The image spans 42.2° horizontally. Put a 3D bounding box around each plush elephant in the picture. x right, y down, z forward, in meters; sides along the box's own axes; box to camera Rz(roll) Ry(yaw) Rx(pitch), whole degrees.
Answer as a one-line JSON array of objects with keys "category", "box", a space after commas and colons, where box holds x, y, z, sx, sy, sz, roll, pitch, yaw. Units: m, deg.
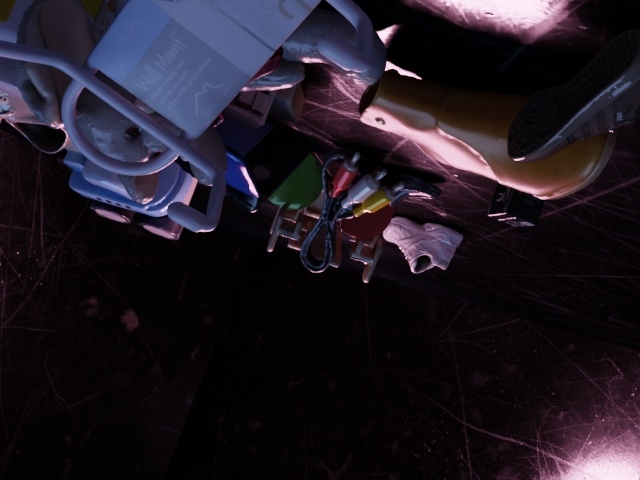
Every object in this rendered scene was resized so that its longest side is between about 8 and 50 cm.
[{"category": "plush elephant", "box": [-0.147, -0.167, 0.834, 0.330, 0.255, 0.272, 17, 173, 26]}]

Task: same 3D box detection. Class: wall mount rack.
[{"category": "wall mount rack", "box": [-0.140, -0.167, 0.614, 0.304, 0.350, 0.130, 35, -146, -21]}]

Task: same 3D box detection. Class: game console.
[{"category": "game console", "box": [-0.173, -0.186, 1.138, 0.293, 0.250, 0.173, 31, 139, 9]}]

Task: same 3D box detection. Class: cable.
[{"category": "cable", "box": [0.021, -0.052, 1.498, 0.139, 0.287, 0.072, 36, -147, -6]}]

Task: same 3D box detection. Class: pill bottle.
[{"category": "pill bottle", "box": [-0.315, -0.254, 0.946, 0.103, 0.184, 0.103, 20, 173, 2]}]

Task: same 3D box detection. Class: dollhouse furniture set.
[{"category": "dollhouse furniture set", "box": [0.000, 0.000, 1.724, 0.212, 0.161, 0.242, 18, -153, -6]}]

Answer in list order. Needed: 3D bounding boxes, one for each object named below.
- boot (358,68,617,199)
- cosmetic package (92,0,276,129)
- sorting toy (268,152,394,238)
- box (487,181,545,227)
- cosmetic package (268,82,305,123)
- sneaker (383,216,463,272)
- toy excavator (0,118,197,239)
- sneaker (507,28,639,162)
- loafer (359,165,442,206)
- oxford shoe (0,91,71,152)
[{"category": "boot", "box": [0.159, -0.126, 0.904, 0.211, 0.104, 0.295, 19, 179, -16]}, {"category": "cosmetic package", "box": [-0.168, -0.235, 1.051, 0.239, 0.098, 0.060, 21, 171, -16]}, {"category": "sorting toy", "box": [-0.024, -0.129, 1.634, 0.366, 0.127, 0.126, 23, -157, 2]}, {"category": "box", "box": [0.278, -0.066, 1.150, 0.052, 0.083, 0.062, 20, 173, -13]}, {"category": "cosmetic package", "box": [-0.059, -0.209, 1.179, 0.060, 0.041, 0.115, 20, 174, 5]}, {"category": "sneaker", "box": [0.213, 0.014, 1.884, 0.090, 0.115, 0.232, 24, 172, -33]}, {"category": "toy excavator", "box": [-0.527, -0.213, 1.906, 0.433, 0.222, 0.445, 16, 166, 19]}, {"category": "sneaker", "box": [0.244, -0.113, 0.742, 0.071, 0.066, 0.188, 17, 155, -19]}, {"category": "loafer", "box": [0.140, -0.088, 1.491, 0.170, 0.061, 0.062, 14, 170, 41]}, {"category": "oxford shoe", "box": [-0.580, -0.297, 1.480, 0.169, 0.130, 0.449, 8, 159, 29]}]
